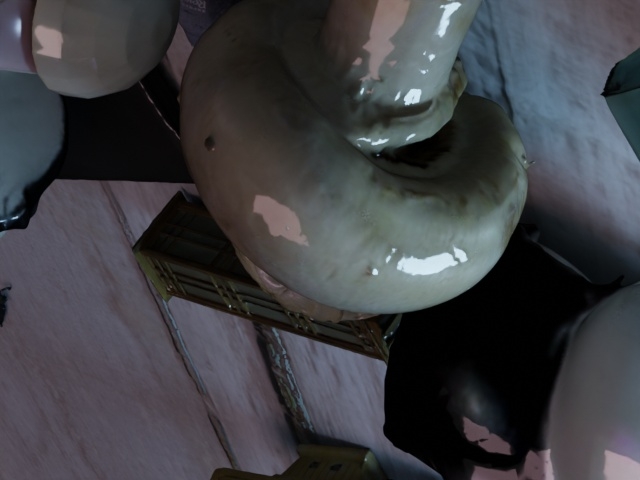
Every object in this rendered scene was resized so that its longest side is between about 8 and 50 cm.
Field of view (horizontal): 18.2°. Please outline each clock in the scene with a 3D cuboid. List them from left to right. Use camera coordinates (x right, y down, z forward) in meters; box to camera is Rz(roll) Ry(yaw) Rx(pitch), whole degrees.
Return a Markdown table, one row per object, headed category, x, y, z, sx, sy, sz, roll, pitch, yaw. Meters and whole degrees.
| category | x | y | z | sx | sy | sz | roll | pitch | yaw |
| --- | --- | --- | --- | --- | --- | --- | --- | --- | --- |
| clock | -0.291 | -0.233 | 1.606 | 0.326 | 0.184 | 0.342 | 17 | -165 | -21 |

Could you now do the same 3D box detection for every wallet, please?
| category | x | y | z | sx | sy | sz | roll | pitch | yaw |
| --- | --- | --- | --- | --- | --- | --- | --- | --- | --- |
| wallet | -0.262 | -0.135 | 2.027 | 0.377 | 0.051 | 0.197 | 4 | 136 | 46 |

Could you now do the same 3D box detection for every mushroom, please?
| category | x | y | z | sx | sy | sz | roll | pitch | yaw |
| --- | --- | --- | --- | --- | --- | --- | --- | --- | --- |
| mushroom | 0.050 | -0.106 | 1.502 | 0.292 | 0.292 | 0.290 | 38 | 124 | 2 |

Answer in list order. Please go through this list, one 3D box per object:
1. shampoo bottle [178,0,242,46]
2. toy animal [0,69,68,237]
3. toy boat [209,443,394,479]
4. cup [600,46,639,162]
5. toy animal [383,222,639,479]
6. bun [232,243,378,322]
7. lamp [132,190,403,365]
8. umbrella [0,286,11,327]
| category | x | y | z | sx | sy | sz | roll | pitch | yaw |
| --- | --- | --- | --- | --- | --- | --- | --- | --- | --- |
| shampoo bottle | -0.103 | -0.246 | 1.651 | 0.087 | 0.049 | 0.233 | 25 | 151 | 22 |
| toy animal | -0.366 | -0.088 | 1.947 | 0.212 | 0.212 | 0.267 | 46 | 149 | -15 |
| toy boat | 0.017 | 0.295 | 2.275 | 0.321 | 0.121 | 0.089 | 0 | 135 | 32 |
| cup | 0.299 | -0.040 | 1.388 | 0.148 | 0.134 | 0.235 | -31 | 103 | 27 |
| toy animal | 0.229 | 0.143 | 1.659 | 0.310 | 0.251 | 0.251 | 28 | 152 | 35 |
| bun | 0.000 | 0.000 | 1.778 | 0.193 | 0.128 | 0.178 | 56 | 139 | 2 |
| lamp | -0.036 | 0.040 | 1.969 | 0.325 | 0.089 | 0.090 | 16 | 148 | 39 |
| umbrella | -0.420 | 0.089 | 2.608 | 0.022 | 0.022 | 0.149 | 61 | 157 | 15 |
